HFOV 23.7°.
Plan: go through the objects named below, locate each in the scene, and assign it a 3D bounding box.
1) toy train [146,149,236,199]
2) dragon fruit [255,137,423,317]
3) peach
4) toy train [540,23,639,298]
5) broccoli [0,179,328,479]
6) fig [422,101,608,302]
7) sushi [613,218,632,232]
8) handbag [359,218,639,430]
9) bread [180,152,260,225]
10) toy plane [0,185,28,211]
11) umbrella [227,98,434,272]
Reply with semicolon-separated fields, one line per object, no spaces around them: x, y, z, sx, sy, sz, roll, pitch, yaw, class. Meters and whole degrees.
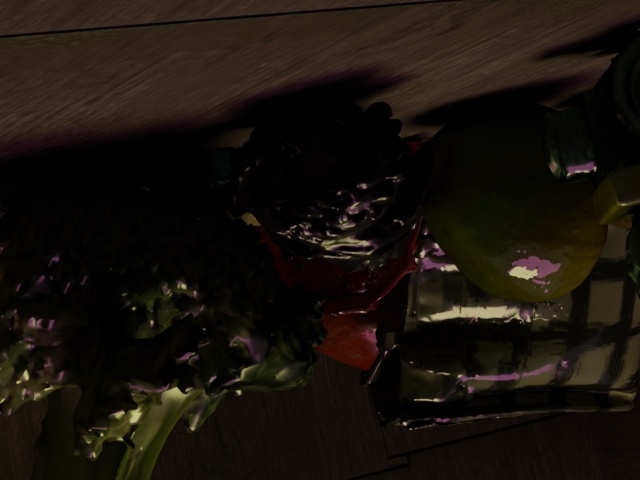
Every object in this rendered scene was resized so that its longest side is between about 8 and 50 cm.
-0.108;-0.055;1.301;0.092;0.029;0.045;-15;168;35;toy train
0.004;0.006;1.562;0.274;0.161;0.126;-16;173;11;dragon fruit
0.070;0.039;1.826;0.232;0.232;0.257;-12;-179;-22;peach
0.380;-0.065;1.182;0.397;0.253;0.160;-14;175;2;toy train
-0.160;0.078;1.232;0.277;0.317;0.338;25;136;-17;broccoli
0.172;-0.039;1.399;0.191;0.181;0.181;19;158;-32;fig
0.363;-0.081;1.488;0.213;0.204;0.200;28;-173;-26;sushi
0.224;0.041;1.696;0.327;0.325;0.162;-5;-156;-25;handbag
-0.025;-0.050;1.398;0.178;0.060;0.139;-11;175;-33;bread
-0.264;-0.029;1.170;0.078;0.024;0.084;-18;-174;-39;toy plane
0.031;-0.036;1.230;0.154;0.128;0.336;-5;171;17;umbrella
